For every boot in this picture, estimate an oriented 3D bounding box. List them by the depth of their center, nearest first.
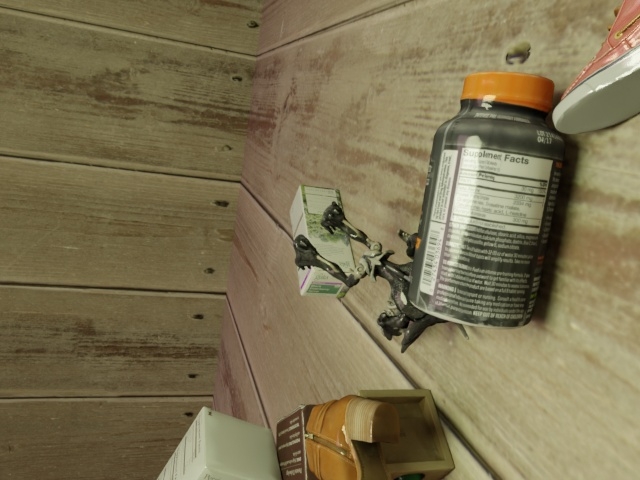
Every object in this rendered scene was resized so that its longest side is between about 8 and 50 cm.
[{"bbox_3d":[0.025,0.288,0.625,0.152,0.073,0.197,-26,43,54],"label":"boot"}]

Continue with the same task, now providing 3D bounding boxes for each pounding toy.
[{"bbox_3d":[0.090,0.288,0.698,0.100,0.130,0.141,113,155,-43],"label":"pounding toy"}]

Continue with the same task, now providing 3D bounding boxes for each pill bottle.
[{"bbox_3d":[0.173,-0.043,0.538,0.130,0.131,0.245,-150,67,-70],"label":"pill bottle"}]

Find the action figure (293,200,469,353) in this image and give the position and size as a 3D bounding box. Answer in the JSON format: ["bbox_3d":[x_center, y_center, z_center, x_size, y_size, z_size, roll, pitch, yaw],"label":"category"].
[{"bbox_3d":[0.102,0.049,0.718,0.276,0.141,0.164,31,89,29],"label":"action figure"}]

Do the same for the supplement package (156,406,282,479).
[{"bbox_3d":[-0.185,0.417,0.832,0.244,0.139,0.134,-58,23,13],"label":"supplement package"}]

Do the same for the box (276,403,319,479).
[{"bbox_3d":[0.033,0.364,0.789,0.167,0.169,0.203,124,146,-57],"label":"box"}]

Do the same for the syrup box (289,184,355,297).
[{"bbox_3d":[0.000,0.000,1.105,0.096,0.093,0.236,116,152,-47],"label":"syrup box"}]

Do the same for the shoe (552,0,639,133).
[{"bbox_3d":[0.260,-0.165,0.422,0.178,0.064,0.081,136,137,-56],"label":"shoe"}]
